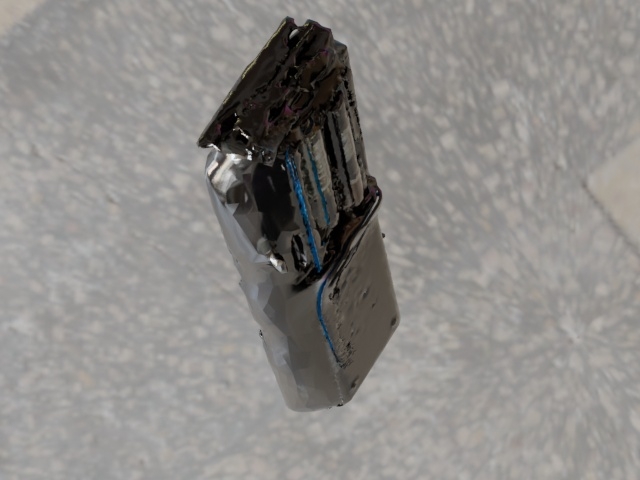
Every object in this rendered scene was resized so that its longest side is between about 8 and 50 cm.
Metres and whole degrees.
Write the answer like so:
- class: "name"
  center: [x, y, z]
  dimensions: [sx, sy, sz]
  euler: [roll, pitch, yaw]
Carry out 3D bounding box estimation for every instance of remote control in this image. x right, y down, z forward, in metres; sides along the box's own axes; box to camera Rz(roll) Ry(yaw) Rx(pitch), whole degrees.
- class: "remote control"
  center: [0.000, 0.000, 1.140]
  dimensions: [0.062, 0.399, 0.144]
  euler: [25, 68, 21]
